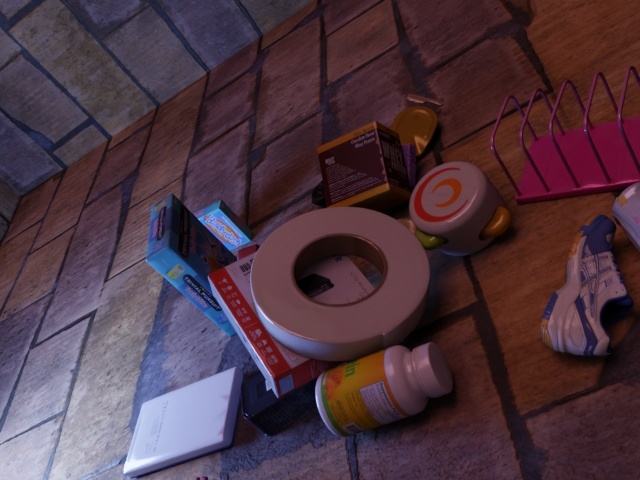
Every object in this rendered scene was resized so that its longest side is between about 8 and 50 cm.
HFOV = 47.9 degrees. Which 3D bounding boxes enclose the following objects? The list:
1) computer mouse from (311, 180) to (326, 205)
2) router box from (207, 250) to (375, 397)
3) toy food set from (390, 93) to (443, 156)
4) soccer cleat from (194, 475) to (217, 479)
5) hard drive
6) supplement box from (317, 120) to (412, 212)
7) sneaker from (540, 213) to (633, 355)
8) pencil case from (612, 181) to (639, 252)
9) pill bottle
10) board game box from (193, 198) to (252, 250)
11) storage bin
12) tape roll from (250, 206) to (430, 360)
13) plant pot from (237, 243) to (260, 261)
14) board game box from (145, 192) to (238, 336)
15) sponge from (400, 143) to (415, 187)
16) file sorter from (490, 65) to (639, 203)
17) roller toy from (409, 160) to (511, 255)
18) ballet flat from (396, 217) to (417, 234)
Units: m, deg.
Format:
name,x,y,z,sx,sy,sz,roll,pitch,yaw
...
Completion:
name,x,y,z,sx,sy,sz,roll,pitch,yaw
computer mouse,0.062,-0.184,2.134,0.242,0.041,0.071,-45,40,-18
router box,-0.047,0.143,1.618,0.301,0.082,0.335,-26,50,-17
toy food set,0.271,-0.309,2.040,0.128,0.071,0.218,14,60,25
soccer cleat,-0.184,0.567,1.414,0.331,0.116,0.143,0,50,46
hard drive,-0.337,0.451,1.782,0.318,0.040,0.210,-24,36,25
supplement box,0.116,-0.178,1.897,0.191,0.129,0.194,-21,70,31
sneaker,0.506,0.085,1.305,0.131,0.112,0.296,12,60,32
pencil case,0.610,0.008,1.252,0.124,0.113,0.273,-12,37,7
pill bottle,0.125,0.286,1.407,0.245,0.136,0.136,-25,36,24
board game box,-0.343,-0.023,2.244,0.210,0.160,0.047,-25,36,25
storage bin,-0.082,0.337,1.614,0.180,0.084,0.122,-33,33,11
tape roll,0.043,0.084,1.558,0.392,0.072,0.392,-3,46,3
plant pot,-0.094,0.089,1.837,0.180,0.201,0.201,-20,35,4
board game box,-0.323,0.066,1.952,0.079,0.336,0.254,-32,34,13
sponge,0.170,-0.196,1.979,0.210,0.031,0.117,-2,84,45
file sorter,0.542,-0.229,1.543,0.290,0.182,0.202,-8,45,41
roller toy,0.313,-0.069,1.625,0.209,0.146,0.191,-25,47,26
ballet flat,0.161,-0.015,1.791,0.232,0.080,0.073,-4,62,46
